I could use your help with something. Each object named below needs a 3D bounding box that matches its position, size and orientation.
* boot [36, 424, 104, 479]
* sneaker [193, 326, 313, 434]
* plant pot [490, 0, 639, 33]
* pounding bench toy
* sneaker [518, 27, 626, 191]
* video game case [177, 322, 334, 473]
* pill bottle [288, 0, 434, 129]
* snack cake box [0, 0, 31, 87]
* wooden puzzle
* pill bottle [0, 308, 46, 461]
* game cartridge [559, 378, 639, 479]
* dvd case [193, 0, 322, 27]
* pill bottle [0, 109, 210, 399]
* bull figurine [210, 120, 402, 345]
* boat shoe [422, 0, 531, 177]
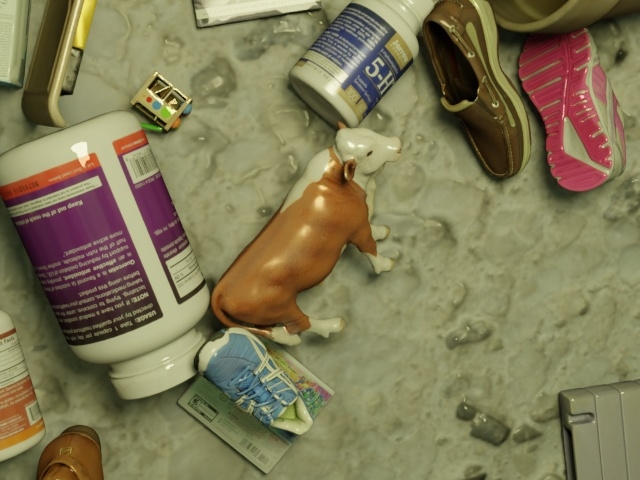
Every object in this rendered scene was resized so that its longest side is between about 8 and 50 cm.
[{"bbox_3d":[-0.300,0.377,1.099,0.109,0.220,0.283,6,93,-8],"label":"boot"},{"bbox_3d":[-0.073,0.173,1.113,0.080,0.081,0.211,-49,138,-2],"label":"sneaker"},{"bbox_3d":[0.375,-0.409,1.122,0.280,0.323,0.323,-1,94,-24],"label":"plant pot"},{"bbox_3d":[-0.208,-0.161,1.162,0.065,0.052,0.083,38,88,-9],"label":"pounding bench toy"},{"bbox_3d":[0.341,-0.181,1.218,0.103,0.111,0.252,-15,77,35],"label":"sneaker"},{"bbox_3d":[-0.085,0.208,1.219,0.157,0.019,0.143,40,88,-7],"label":"video game case"},{"bbox_3d":[0.058,-0.242,1.161,0.112,0.112,0.187,41,85,-8],"label":"pill bottle"},{"bbox_3d":[-0.492,-0.276,1.099,0.264,0.089,0.152,7,95,-8],"label":"snack cake box"},{"bbox_3d":[-0.297,-0.251,1.066,0.044,0.221,0.239,9,94,-26],"label":"wooden puzzle"},{"bbox_3d":[-0.424,0.159,1.119,0.121,0.121,0.216,-16,95,-6],"label":"pill bottle"},{"bbox_3d":[0.464,0.370,1.284,0.230,0.068,0.355,-7,94,-11],"label":"game cartridge"},{"bbox_3d":[-0.097,-0.397,1.180,0.164,0.018,0.221,-10,95,-7],"label":"dvd case"},{"bbox_3d":[-0.248,0.019,1.096,0.181,0.181,0.323,-21,102,-6],"label":"pill bottle"},{"bbox_3d":[0.000,0.000,1.145,0.310,0.101,0.188,-46,126,2],"label":"bull figurine"},{"bbox_3d":[0.189,-0.185,1.166,0.095,0.095,0.257,-38,115,-32],"label":"boat shoe"}]
